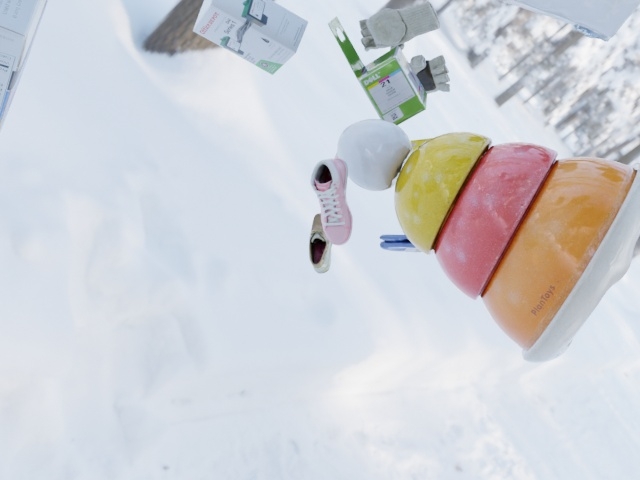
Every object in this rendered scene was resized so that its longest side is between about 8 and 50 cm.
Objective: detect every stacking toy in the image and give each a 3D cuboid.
[{"bbox_3d":[0.242,-0.064,1.288,0.480,0.351,0.350,31,14,11],"label":"stacking toy"}]

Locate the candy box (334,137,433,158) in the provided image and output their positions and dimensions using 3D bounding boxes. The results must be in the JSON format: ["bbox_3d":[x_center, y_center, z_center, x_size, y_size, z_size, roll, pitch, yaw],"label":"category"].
[{"bbox_3d":[0.129,-0.173,1.701,0.105,0.206,0.027,120,-40,-72],"label":"candy box"}]

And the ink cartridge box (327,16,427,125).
[{"bbox_3d":[0.126,-0.385,1.752,0.255,0.097,0.189,58,17,-14],"label":"ink cartridge box"}]

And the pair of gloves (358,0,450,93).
[{"bbox_3d":[0.205,-0.457,1.998,0.042,0.204,0.240,-61,139,-47],"label":"pair of gloves"}]

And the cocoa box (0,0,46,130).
[{"bbox_3d":[-0.422,-0.328,0.924,0.231,0.228,0.347,18,58,-22],"label":"cocoa box"}]

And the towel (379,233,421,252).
[{"bbox_3d":[0.279,0.012,1.539,0.285,0.209,0.034,4,88,-32],"label":"towel"}]

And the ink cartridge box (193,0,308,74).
[{"bbox_3d":[-0.163,-0.490,1.861,0.219,0.093,0.160,25,-18,-18],"label":"ink cartridge box"}]

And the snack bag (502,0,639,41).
[{"bbox_3d":[0.319,-0.345,0.802,0.323,0.342,0.037,1,53,-41],"label":"snack bag"}]

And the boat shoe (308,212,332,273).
[{"bbox_3d":[0.000,0.000,1.722,0.045,0.050,0.135,47,37,-61],"label":"boat shoe"}]

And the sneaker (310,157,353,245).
[{"bbox_3d":[0.013,-0.059,1.220,0.070,0.051,0.134,-3,91,-66],"label":"sneaker"}]
